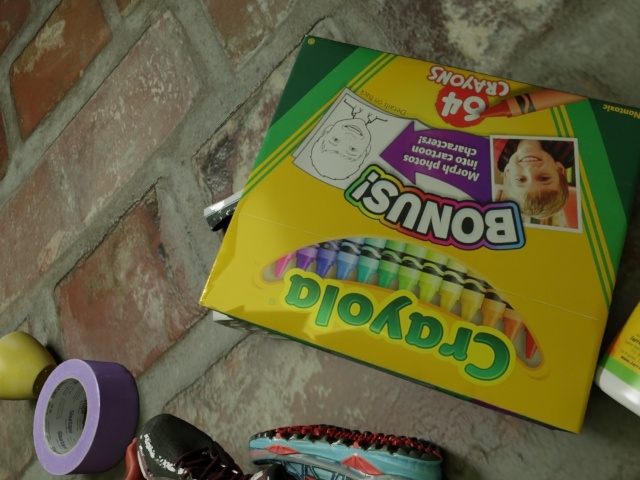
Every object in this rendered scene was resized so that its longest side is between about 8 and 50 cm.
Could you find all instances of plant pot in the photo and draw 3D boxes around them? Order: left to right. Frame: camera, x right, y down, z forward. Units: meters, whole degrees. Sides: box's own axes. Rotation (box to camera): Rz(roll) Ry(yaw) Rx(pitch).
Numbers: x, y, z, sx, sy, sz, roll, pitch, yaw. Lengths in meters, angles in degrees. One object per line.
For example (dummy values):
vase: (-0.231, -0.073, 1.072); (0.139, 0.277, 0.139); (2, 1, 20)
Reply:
plant pot: (-0.569, 0.255, 1.112); (0.095, 0.134, 0.134); (19, 87, 14)

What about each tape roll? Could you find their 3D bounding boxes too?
tape roll: (-0.407, 0.303, 0.996); (0.189, 0.080, 0.189); (-12, 70, 34)

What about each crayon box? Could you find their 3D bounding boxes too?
crayon box: (0.106, -0.018, 0.593); (0.363, 0.106, 0.313); (17, 76, 12)

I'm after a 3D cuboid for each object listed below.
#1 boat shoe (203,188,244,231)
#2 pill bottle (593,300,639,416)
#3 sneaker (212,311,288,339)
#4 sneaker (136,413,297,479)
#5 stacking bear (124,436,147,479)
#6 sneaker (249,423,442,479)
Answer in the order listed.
boat shoe: (-0.129, -0.053, 0.932); (0.142, 0.049, 0.040); (-21, 83, 31)
pill bottle: (0.356, 0.056, 0.480); (0.136, 0.136, 0.246); (37, 98, 38)
sneaker: (0.000, 0.000, 0.775); (0.323, 0.130, 0.236); (-13, 61, 36)
sneaker: (-0.102, 0.284, 0.686); (0.281, 0.106, 0.162); (41, 126, 19)
stacking bear: (-0.250, 0.450, 0.789); (0.175, 0.164, 0.289); (-86, 22, -72)
sneaker: (0.013, 0.289, 0.679); (0.262, 0.104, 0.125); (-5, 76, 36)
